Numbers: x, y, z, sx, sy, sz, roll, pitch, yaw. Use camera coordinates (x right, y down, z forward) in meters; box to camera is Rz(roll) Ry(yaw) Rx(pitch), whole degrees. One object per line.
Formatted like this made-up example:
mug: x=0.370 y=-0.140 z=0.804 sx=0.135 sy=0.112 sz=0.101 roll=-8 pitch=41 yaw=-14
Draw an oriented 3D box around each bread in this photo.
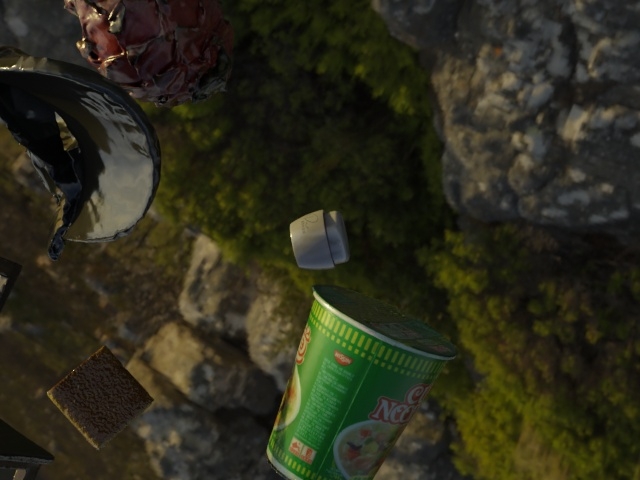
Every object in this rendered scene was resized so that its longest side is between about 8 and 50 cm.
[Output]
bread: x=-0.267 y=0.191 z=1.230 sx=0.094 sy=0.090 sz=0.035 roll=46 pitch=158 yaw=5

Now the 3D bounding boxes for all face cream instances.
face cream: x=0.000 y=0.000 z=1.983 sx=0.104 sy=0.117 sz=0.117 roll=-11 pitch=140 yaw=4

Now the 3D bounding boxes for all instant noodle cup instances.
instant noodle cup: x=0.037 y=0.202 z=1.320 sx=0.207 sy=0.232 sz=0.207 roll=23 pitch=-170 yaw=-4

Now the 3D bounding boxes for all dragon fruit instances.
dragon fruit: x=-0.270 y=-0.344 z=1.642 sx=0.299 sy=0.244 sz=0.244 roll=37 pitch=148 yaw=-26

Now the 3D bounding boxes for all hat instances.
hat: x=-0.346 y=-0.164 z=1.412 sx=0.382 sy=0.257 sz=0.366 roll=-8 pitch=122 yaw=28

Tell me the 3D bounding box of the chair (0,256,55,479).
chair: x=-0.489 y=0.239 z=1.375 sx=0.240 sy=0.416 sz=0.203 roll=28 pitch=177 yaw=26
